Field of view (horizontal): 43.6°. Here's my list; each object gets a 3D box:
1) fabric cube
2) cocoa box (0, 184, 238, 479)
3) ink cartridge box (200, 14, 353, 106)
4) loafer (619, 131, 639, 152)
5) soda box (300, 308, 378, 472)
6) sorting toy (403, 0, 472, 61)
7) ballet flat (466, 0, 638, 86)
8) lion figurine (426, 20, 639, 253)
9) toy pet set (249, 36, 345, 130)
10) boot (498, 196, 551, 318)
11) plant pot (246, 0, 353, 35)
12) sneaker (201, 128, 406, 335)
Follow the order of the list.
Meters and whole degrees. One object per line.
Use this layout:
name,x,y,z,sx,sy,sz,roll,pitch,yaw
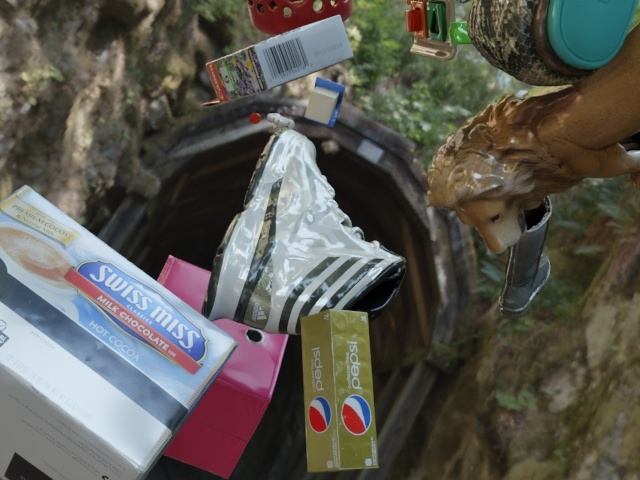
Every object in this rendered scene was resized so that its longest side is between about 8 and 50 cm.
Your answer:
fabric cube,-0.223,0.229,1.472,0.258,0.254,0.259,23,-53,-6
cocoa box,-0.326,0.151,0.997,0.347,0.228,0.231,37,-49,0
ink cartridge box,-0.036,-0.112,0.513,0.115,0.063,0.029,7,-60,61
loafer,0.549,-0.176,1.308,0.366,0.130,0.134,-13,-65,30
soda box,0.021,0.174,0.930,0.061,0.181,0.058,10,-22,-38
sorting toy,0.179,-0.413,1.370,0.047,0.196,0.348,-7,19,-13
ballet flat,0.237,-0.371,0.663,0.164,0.483,0.182,12,15,-32
lion figurine,0.283,-0.133,0.729,0.240,0.142,0.392,1,-32,-36
toy pet set,-0.026,-0.210,1.107,0.114,0.122,0.065,19,24,2
boot,0.354,0.007,1.357,0.076,0.190,0.208,9,-51,22
plant pot,-0.043,-0.477,1.413,0.191,0.191,0.174,18,-49,33
sneaker,0.000,0.001,1.209,0.257,0.447,0.169,18,-54,-2
